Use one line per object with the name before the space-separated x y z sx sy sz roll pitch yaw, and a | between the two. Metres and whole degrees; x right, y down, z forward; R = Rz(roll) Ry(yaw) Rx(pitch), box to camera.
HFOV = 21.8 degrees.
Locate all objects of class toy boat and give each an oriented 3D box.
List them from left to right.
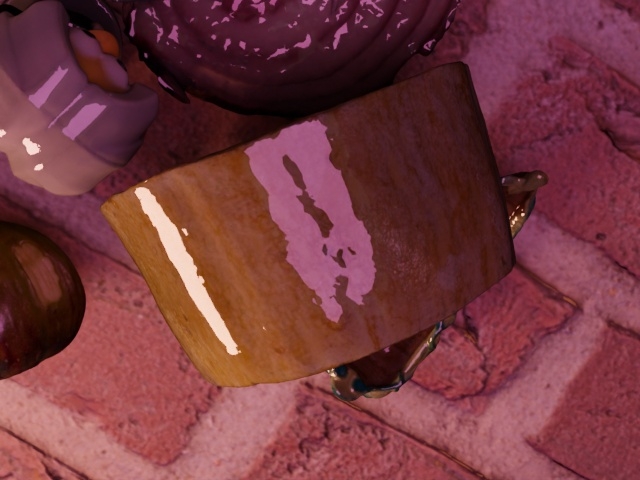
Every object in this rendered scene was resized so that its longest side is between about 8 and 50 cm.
toy boat | 0.106 0.026 1.548 0.108 0.099 0.293 34 110 -19

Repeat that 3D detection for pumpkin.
pumpkin | 0.000 0.000 1.369 0.332 0.332 0.199 -19 88 0

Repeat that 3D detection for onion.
onion | -0.019 -0.248 1.410 0.280 0.146 0.314 25 97 -30

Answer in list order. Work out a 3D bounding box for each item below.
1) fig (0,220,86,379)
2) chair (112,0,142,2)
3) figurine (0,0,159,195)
fig | -0.295 -0.001 1.471 0.149 0.149 0.245 -12 100 -3
chair | -0.167 -0.282 1.227 0.275 0.190 0.203 -6 98 -46
figurine | -0.211 -0.124 1.370 0.176 0.236 0.133 42 100 -18
